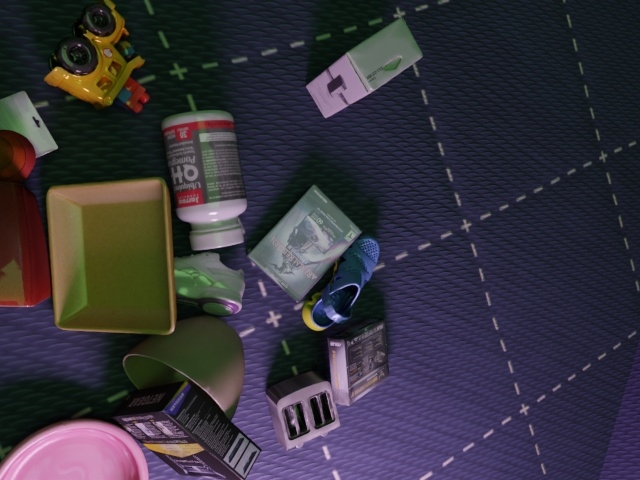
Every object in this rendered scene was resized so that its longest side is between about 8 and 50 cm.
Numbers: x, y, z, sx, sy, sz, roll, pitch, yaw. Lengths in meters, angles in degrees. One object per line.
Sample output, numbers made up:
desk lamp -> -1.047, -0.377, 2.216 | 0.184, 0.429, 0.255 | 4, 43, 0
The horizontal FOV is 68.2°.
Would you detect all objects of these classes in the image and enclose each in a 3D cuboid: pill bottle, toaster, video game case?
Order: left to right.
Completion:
pill bottle -> -0.276, -0.143, 1.160 | 0.176, 0.176, 0.318 | -11, 95, -22
toaster -> -0.049, 0.459, 1.306 | 0.168, 0.110, 0.185 | -15, 97, -23
video game case -> -0.042, 0.008, 1.316 | 0.196, 0.026, 0.274 | 44, 81, -11

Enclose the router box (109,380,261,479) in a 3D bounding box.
router box -> -0.317, 0.443, 1.088 | 0.243, 0.309, 0.081 | 49, 46, -17

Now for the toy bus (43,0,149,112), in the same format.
toy bus -> -0.486, -0.407, 1.094 | 0.211, 0.149, 0.220 | 33, 76, -33

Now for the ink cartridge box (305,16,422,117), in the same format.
ink cartridge box -> 0.108, -0.450, 1.260 | 0.197, 0.273, 0.114 | -39, 105, -18

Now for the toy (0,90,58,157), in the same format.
toy -> -0.723, -0.214, 1.037 | 0.237, 0.056, 0.137 | -29, 106, -14

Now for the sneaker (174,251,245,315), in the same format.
sneaker -> -0.338, 0.089, 1.194 | 0.305, 0.114, 0.152 | 19, 50, -12

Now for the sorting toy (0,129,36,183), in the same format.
sorting toy -> -0.766, -0.239, 0.931 | 0.365, 0.126, 0.127 | 31, 83, -12

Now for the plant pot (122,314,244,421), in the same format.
plant pot -> -0.294, 0.293, 1.138 | 0.284, 0.284, 0.191 | 49, 46, -16

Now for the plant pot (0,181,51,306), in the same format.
plant pot -> -0.695, 0.001, 0.946 | 0.267, 0.267, 0.235 | 5, 86, -23

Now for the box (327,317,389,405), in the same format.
box -> 0.113, 0.335, 1.343 | 0.231, 0.056, 0.183 | -11, 98, -53

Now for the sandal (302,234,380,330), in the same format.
sandal -> 0.081, 0.124, 1.339 | 0.126, 0.138, 0.317 | 35, 77, -18

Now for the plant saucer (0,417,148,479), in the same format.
plant saucer -> -0.573, 0.574, 1.081 | 0.332, 0.084, 0.332 | 5, 81, -29

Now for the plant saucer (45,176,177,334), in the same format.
plant saucer -> -0.456, 0.034, 1.069 | 0.333, 0.081, 0.332 | -1, 94, 20
